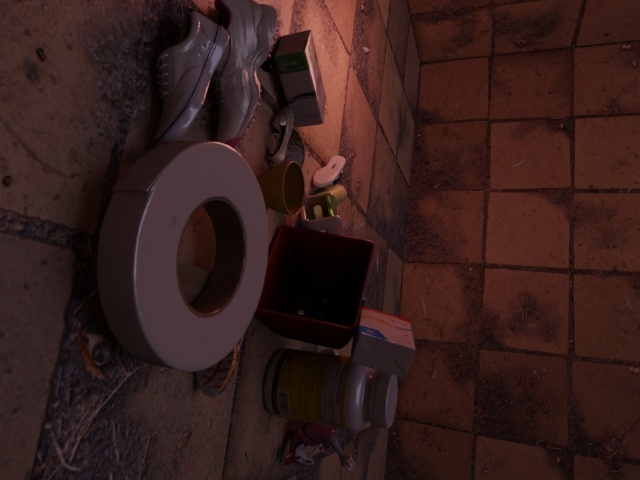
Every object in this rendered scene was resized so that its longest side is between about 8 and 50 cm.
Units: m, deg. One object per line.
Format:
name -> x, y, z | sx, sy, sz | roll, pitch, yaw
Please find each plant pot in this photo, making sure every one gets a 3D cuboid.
plant pot -> -0.011, 0.153, 1.250 | 0.236, 0.267, 0.267 | 87, 17, -52
plant pot -> -0.108, -0.131, 1.148 | 0.134, 0.095, 0.134 | 3, 90, -70

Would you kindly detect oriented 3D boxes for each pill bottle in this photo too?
pill bottle -> 0.032, 0.406, 1.243 | 0.188, 0.333, 0.188 | 3, 90, -70

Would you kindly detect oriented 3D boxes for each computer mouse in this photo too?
computer mouse -> -0.158, -0.458, 1.057 | 0.242, 0.041, 0.071 | 11, 81, -70

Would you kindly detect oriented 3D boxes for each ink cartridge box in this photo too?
ink cartridge box -> 0.152, 0.235, 1.128 | 0.231, 0.134, 0.078 | -60, 166, -77
ink cartridge box -> -0.048, -0.438, 1.249 | 0.153, 0.086, 0.209 | -83, 162, -47

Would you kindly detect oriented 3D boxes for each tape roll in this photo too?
tape roll -> -0.208, 0.024, 0.789 | 0.392, 0.071, 0.393 | 5, 90, -68

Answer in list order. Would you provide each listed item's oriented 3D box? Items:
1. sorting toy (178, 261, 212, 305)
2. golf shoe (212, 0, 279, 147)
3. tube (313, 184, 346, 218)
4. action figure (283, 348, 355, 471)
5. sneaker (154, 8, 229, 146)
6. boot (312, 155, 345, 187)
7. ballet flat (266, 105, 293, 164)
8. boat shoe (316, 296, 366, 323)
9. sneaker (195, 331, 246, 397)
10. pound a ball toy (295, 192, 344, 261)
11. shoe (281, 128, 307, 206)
sorting toy -> -0.258, 0.114, 0.848 | 0.274, 0.046, 0.133 | 34, 61, -65
golf shoe -> -0.187, -0.347, 0.938 | 0.140, 0.115, 0.307 | 13, 91, -33
tube -> 0.004, -0.121, 1.489 | 0.070, 0.062, 0.240 | 55, 39, 1
action figure -> 0.012, 0.538, 1.412 | 0.370, 0.248, 0.276 | -31, 89, -38
sneaker -> -0.248, -0.283, 0.800 | 0.091, 0.094, 0.258 | 27, 70, -32
boot -> 0.030, -0.209, 1.552 | 0.190, 0.069, 0.086 | -49, 157, -43
ballet flat -> -0.106, -0.282, 1.196 | 0.052, 0.057, 0.168 | 24, 69, -57
boat shoe -> 0.065, 0.239, 1.607 | 0.340, 0.127, 0.113 | 23, 72, -66
sneaker -> -0.199, 0.224, 0.973 | 0.083, 0.084, 0.215 | 64, 34, -60
pound a ball toy -> 0.000, 0.000, 1.416 | 0.208, 0.135, 0.319 | -103, -178, -48
shoe -> -0.084, -0.199, 1.274 | 0.076, 0.058, 0.219 | -10, 99, -37
